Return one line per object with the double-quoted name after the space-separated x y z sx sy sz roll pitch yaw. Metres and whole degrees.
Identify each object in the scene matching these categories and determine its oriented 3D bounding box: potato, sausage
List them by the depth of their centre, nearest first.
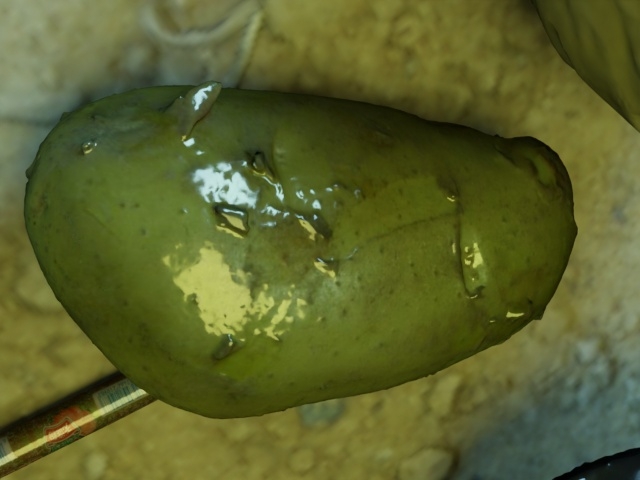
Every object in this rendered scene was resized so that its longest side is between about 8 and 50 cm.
0.000 0.000 0.392 0.188 0.085 0.105 -5 92 -22 "potato"
-0.090 0.065 0.422 0.100 0.015 0.015 -26 119 -9 "sausage"

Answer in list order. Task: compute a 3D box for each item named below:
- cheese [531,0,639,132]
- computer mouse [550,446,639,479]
0.117 -0.120 0.313 0.117 0.214 0.226 -26 126 -4 "cheese"
0.127 0.189 0.522 0.168 0.087 0.295 -7 127 -15 "computer mouse"
